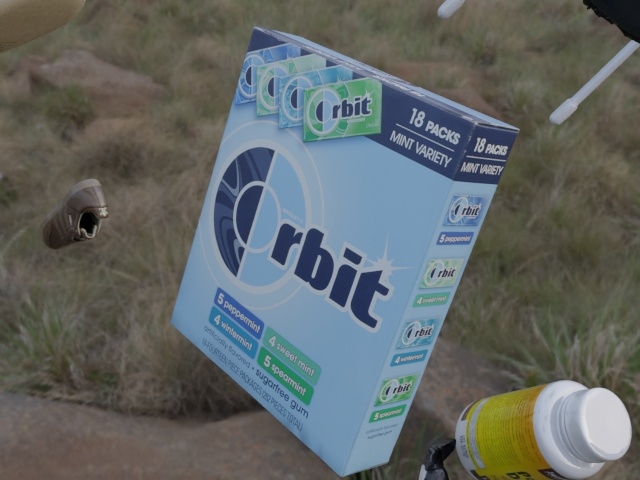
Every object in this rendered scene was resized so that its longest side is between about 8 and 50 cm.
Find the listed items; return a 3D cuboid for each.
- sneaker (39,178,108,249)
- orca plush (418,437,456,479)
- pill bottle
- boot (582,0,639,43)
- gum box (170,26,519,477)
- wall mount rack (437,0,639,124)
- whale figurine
[{"bbox_3d":[-0.399,-0.022,1.348,0.066,0.188,0.071,-12,68,-42],"label":"sneaker"},{"bbox_3d":[0.158,0.400,1.073,0.102,0.287,0.151,9,-2,-4],"label":"orca plush"},{"bbox_3d":[0.275,0.242,1.041,0.117,0.117,0.215,-27,-3,-35],"label":"pill bottle"},{"bbox_3d":[0.298,-0.186,0.482,0.246,0.207,0.094,11,51,-16],"label":"boot"},{"bbox_3d":[0.000,0.000,0.440,0.041,0.184,0.157,-1,25,-46],"label":"gum box"},{"bbox_3d":[0.320,-0.296,0.955,0.130,0.350,0.304,-55,13,-28],"label":"wall mount rack"},{"bbox_3d":[-0.409,-0.299,0.997,0.272,0.141,0.216,-21,2,34],"label":"whale figurine"}]
